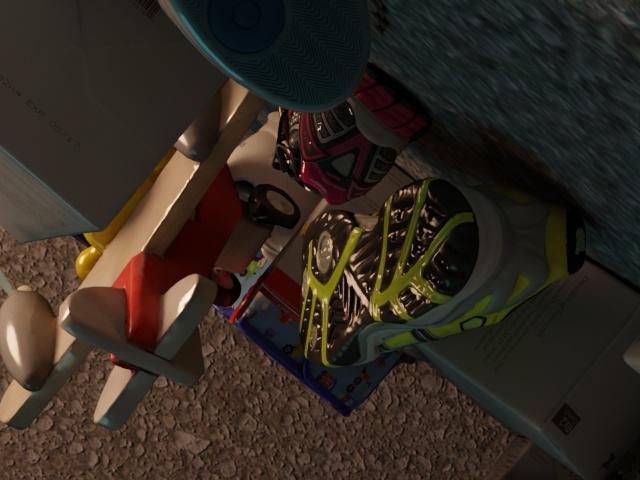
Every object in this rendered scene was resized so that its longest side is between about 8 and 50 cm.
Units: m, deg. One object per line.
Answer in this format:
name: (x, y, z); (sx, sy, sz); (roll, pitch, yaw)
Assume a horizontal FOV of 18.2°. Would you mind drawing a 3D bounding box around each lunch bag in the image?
lunch bag: (0.023, 0.082, 2.624); (0.293, 0.221, 0.138); (42, 174, -33)

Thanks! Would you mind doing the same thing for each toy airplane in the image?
toy airplane: (-0.196, 0.001, 1.988); (0.272, 0.386, 0.384); (37, 161, -4)

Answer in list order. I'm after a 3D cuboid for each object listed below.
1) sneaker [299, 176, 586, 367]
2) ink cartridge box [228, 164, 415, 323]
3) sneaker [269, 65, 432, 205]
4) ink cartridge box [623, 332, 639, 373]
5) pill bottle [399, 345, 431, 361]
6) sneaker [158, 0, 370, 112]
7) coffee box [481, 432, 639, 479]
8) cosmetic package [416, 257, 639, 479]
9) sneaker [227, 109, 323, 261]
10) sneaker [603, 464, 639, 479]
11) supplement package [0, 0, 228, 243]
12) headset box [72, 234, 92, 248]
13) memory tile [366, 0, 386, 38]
sneaker: (0.089, 0.037, 1.716); (0.147, 0.145, 0.384); (3, 174, -22)
ink cartridge box: (0.004, 0.017, 2.105); (0.078, 0.231, 0.134); (39, 175, -3)
sneaker: (0.001, -0.096, 1.792); (0.121, 0.112, 0.299); (39, 176, -8)
ink cartridge box: (0.324, 0.105, 1.412); (0.148, 0.086, 0.203); (39, 174, -11)
pill bottle: (0.122, 0.074, 2.374); (0.130, 0.130, 0.245); (39, 174, -10)
sneaker: (-0.098, -0.215, 1.373); (0.319, 0.127, 0.208); (49, 172, -8)
coffee box: (0.263, 0.213, 1.911); (0.141, 0.246, 0.098); (38, 175, -1)
cosmetic package: (0.208, 0.097, 1.804); (0.183, 0.151, 0.151); (35, 175, 38)
sneaker: (0.000, 0.000, 2.228); (0.297, 0.129, 0.111); (51, 163, 10)
sneaker: (0.287, 0.247, 1.775); (0.122, 0.330, 0.146); (53, 162, 41)
supplement package: (-0.220, -0.137, 1.582); (0.199, 0.198, 0.262); (42, 165, -15)
headset box: (-0.309, -0.157, 2.509); (0.246, 0.283, 0.131); (41, 175, -23)
memory tile: (0.002, -0.197, 1.436); (0.113, 0.012, 0.148); (38, 176, 7)
